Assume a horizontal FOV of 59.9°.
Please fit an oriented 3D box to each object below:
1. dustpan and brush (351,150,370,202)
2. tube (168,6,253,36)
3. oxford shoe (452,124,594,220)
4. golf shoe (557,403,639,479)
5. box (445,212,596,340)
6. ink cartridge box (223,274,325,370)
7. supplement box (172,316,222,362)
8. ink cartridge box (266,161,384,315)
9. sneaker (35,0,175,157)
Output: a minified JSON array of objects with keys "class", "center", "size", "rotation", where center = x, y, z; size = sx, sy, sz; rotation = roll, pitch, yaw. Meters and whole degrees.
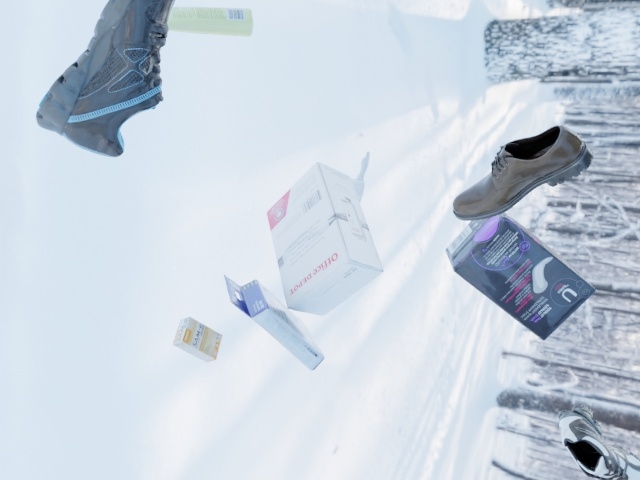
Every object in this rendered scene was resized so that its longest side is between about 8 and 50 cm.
[{"class":"dustpan and brush","center":[0.093,-0.142,1.494],"size":[0.147,0.060,0.211],"rotation":[170,-72,-75]},{"class":"tube","center":[-0.272,-0.487,1.227],"size":[0.070,0.240,0.062],"rotation":[-170,-104,-70]},{"class":"oxford shoe","center":[0.292,-0.109,0.869],"size":[0.096,0.227,0.083],"rotation":[36,38,-27]},{"class":"golf shoe","center":[0.468,0.373,0.919],"size":[0.077,0.198,0.094],"rotation":[-52,171,36]},{"class":"box","center":[0.441,0.064,1.250],"size":[0.165,0.270,0.143],"rotation":[-50,-172,17]},{"class":"ink cartridge box","center":[-0.103,0.155,1.182],"size":[0.224,0.223,0.045],"rotation":[43,89,-18]},{"class":"supplement box","center":[-0.266,0.216,1.209],"size":[0.098,0.036,0.062],"rotation":[38,45,-35]},{"class":"ink cartridge box","center":[0.000,0.000,1.263],"size":[0.117,0.207,0.283],"rotation":[18,43,-40]},{"class":"sneaker","center":[-0.287,-0.285,0.853],"size":[0.139,0.125,0.341],"rotation":[33,106,-26]}]
